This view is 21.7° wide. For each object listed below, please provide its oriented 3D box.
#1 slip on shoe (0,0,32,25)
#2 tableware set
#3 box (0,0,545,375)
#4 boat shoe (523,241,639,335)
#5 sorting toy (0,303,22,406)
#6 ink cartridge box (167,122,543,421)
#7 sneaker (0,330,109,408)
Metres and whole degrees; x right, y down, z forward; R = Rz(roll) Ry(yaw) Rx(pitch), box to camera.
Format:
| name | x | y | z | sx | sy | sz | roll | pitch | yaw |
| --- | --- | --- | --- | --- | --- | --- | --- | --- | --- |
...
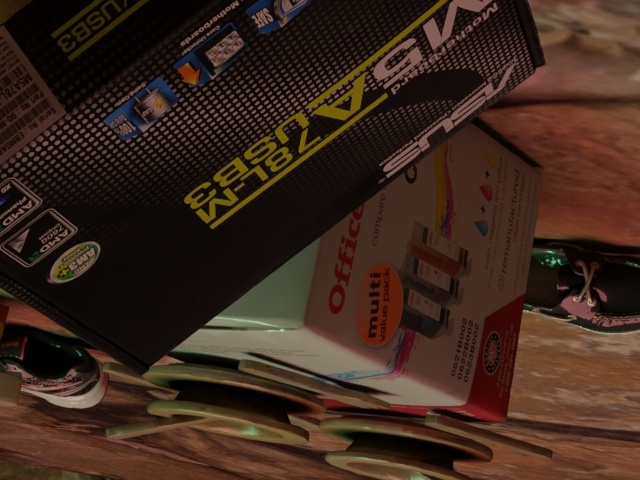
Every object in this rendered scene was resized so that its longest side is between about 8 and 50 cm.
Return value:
| name | x | y | z | sx | sy | sz | roll | pitch | yaw |
| --- | --- | --- | --- | --- | --- | --- | --- | --- | --- |
| slip on shoe | -0.152 | -0.077 | 0.637 | 0.123 | 0.101 | 0.331 | 17 | 166 | -28 |
| tableware set | -0.001 | 0.097 | 0.796 | 0.194 | 0.039 | 0.128 | 20 | 164 | -35 |
| box | -0.023 | -0.046 | 0.532 | 0.045 | 0.190 | 0.184 | 52 | 180 | 24 |
| boat shoe | 0.137 | 0.023 | 0.923 | 0.125 | 0.046 | 0.038 | 12 | 173 | 33 |
| sorting toy | -0.416 | 0.067 | 1.413 | 0.255 | 0.089 | 0.257 | 22 | 162 | -37 |
| ink cartridge box | 0.000 | 0.000 | 0.759 | 0.127 | 0.128 | 0.176 | 1 | 164 | 36 |
| sneaker | -0.287 | 0.106 | 1.547 | 0.178 | 0.072 | 0.077 | 3 | 154 | 0 |
